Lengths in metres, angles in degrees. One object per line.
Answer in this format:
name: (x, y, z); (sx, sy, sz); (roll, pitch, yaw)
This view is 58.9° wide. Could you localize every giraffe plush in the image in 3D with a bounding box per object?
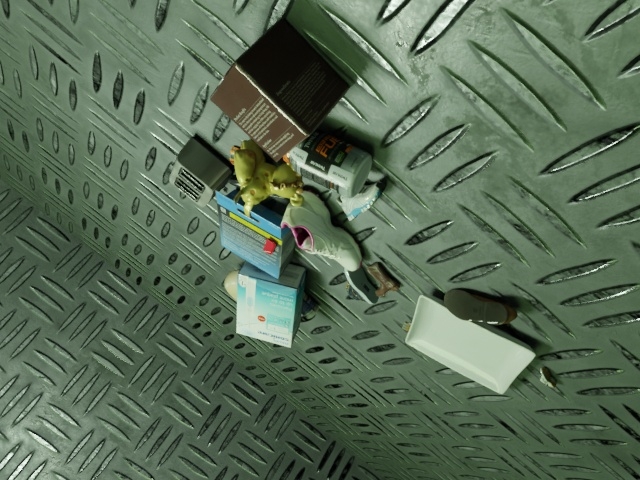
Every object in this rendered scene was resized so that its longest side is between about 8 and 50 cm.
giraffe plush: (-0.125, -0.167, 1.494); (0.171, 0.210, 0.181); (-5, 137, 10)

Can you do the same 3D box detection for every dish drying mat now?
dish drying mat: (-0.156, 0.020, 1.730); (0.032, 0.008, 0.083); (35, 152, 2)

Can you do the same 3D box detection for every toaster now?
toaster: (-0.367, -0.203, 1.740); (0.186, 0.110, 0.168); (40, 153, -8)

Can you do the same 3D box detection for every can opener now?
can opener: (-0.176, -0.157, 1.655); (0.186, 0.073, 0.059); (18, 141, 13)

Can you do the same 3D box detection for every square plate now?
square plate: (0.435, 0.308, 1.698); (0.344, 0.049, 0.347); (27, 151, 16)

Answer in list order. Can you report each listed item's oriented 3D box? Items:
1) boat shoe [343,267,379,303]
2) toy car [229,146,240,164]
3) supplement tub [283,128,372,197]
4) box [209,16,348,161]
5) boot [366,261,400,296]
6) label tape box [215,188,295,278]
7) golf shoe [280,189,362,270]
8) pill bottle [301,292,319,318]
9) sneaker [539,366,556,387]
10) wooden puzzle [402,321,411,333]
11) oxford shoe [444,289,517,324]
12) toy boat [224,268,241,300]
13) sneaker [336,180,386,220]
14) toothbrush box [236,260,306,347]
boat shoe: (0.106, 0.135, 1.780); (0.083, 0.065, 0.183); (2, 138, 45)
toy car: (-0.209, -0.218, 1.612); (0.122, 0.040, 0.060); (29, 152, 14)
supplement tub: (0.015, -0.187, 1.328); (0.190, 0.117, 0.117); (27, 151, 14)
box: (-0.087, -0.311, 1.195); (0.203, 0.167, 0.168); (43, 152, -14)
boot: (0.169, 0.115, 1.709); (0.114, 0.037, 0.106); (41, 139, -17)
label tape box: (-0.201, -0.044, 1.803); (0.241, 0.106, 0.333); (30, 151, 10)
golf shoe: (0.000, 0.000, 1.614); (0.115, 0.140, 0.306); (-8, 131, 51)
pill bottle: (-0.068, 0.232, 2.125); (0.120, 0.067, 0.067); (45, 151, -17)
sneaker: (0.639, 0.392, 1.617); (0.037, 0.032, 0.083); (-6, 131, 52)
wooden puzzle: (0.296, 0.291, 1.873); (0.049, 0.006, 0.083); (29, 152, 13)
oxford shoe: (0.421, 0.181, 1.504); (0.076, 0.076, 0.212); (6, -173, -39)
toy boat: (-0.251, 0.222, 2.263); (0.267, 0.148, 0.318); (24, 143, 12)
sneaker: (0.091, -0.112, 1.415); (0.083, 0.071, 0.191); (45, 151, -5)
toothbrush box: (-0.179, 0.217, 2.022); (0.216, 0.126, 0.295); (15, 129, 8)
